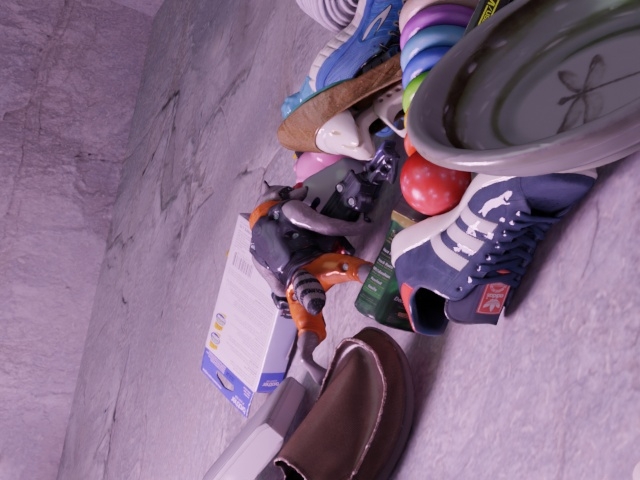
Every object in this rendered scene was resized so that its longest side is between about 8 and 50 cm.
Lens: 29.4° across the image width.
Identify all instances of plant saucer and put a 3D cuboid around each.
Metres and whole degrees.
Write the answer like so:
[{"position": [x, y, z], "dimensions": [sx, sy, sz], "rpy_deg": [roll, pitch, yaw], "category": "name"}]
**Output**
[{"position": [0.288, -0.174, 1.291], "dimensions": [0.400, 0.100, 0.400], "rpy_deg": [-27, 26, 14], "category": "plant saucer"}]

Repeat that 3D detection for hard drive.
[{"position": [-0.121, 0.331, 1.819], "dimensions": [0.233, 0.047, 0.353], "rpy_deg": [-51, -1, 6], "category": "hard drive"}]

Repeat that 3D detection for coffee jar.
[{"position": [0.123, 0.028, 1.668], "dimensions": [0.079, 0.096, 0.184], "rpy_deg": [32, 103, 55], "category": "coffee jar"}]

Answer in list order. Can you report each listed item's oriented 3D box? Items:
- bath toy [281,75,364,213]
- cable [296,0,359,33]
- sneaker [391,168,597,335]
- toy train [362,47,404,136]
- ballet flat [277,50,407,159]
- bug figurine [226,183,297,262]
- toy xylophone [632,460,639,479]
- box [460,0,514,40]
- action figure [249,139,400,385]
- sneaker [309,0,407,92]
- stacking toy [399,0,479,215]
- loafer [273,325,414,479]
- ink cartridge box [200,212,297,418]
[{"position": [0.002, -0.147, 2.086], "dimensions": [0.348, 0.129, 0.151], "rpy_deg": [-99, 1, -53], "category": "bath toy"}, {"position": [0.074, -0.463, 2.030], "dimensions": [0.257, 0.257, 0.089], "rpy_deg": [-42, 58, -1], "category": "cable"}, {"position": [0.210, 0.017, 1.451], "dimensions": [0.350, 0.131, 0.148], "rpy_deg": [-41, 48, 55], "category": "sneaker"}, {"position": [0.080, -0.216, 1.921], "dimensions": [0.184, 0.105, 0.080], "rpy_deg": [-32, 33, 16], "category": "toy train"}, {"position": [0.090, -0.194, 1.807], "dimensions": [0.342, 0.116, 0.124], "rpy_deg": [-27, 56, 16], "category": "ballet flat"}, {"position": [-0.076, 0.018, 2.213], "dimensions": [0.279, 0.072, 0.216], "rpy_deg": [-39, 43, 46], "category": "bug figurine"}, {"position": [0.361, 0.193, 0.950], "dimensions": [0.322, 0.081, 0.236], "rpy_deg": [-51, 28, 42], "category": "toy xylophone"}, {"position": [0.258, -0.310, 1.542], "dimensions": [0.191, 0.045, 0.184], "rpy_deg": [1, -67, -65], "category": "box"}, {"position": [0.000, 0.000, 1.835], "dimensions": [0.341, 0.178, 0.330], "rpy_deg": [-60, 41, 19], "category": "action figure"}, {"position": [0.124, -0.340, 1.992], "dimensions": [0.147, 0.130, 0.330], "rpy_deg": [46, 110, 41], "category": "sneaker"}, {"position": [0.164, -0.176, 1.594], "dimensions": [0.141, 0.141, 0.330], "rpy_deg": [-44, 32, 50], "category": "stacking toy"}, {"position": [0.017, 0.291, 1.620], "dimensions": [0.134, 0.130, 0.366], "rpy_deg": [19, 94, 46], "category": "loafer"}, {"position": [-0.112, 0.128, 2.107], "dimensions": [0.186, 0.065, 0.311], "rpy_deg": [35, 113, 48], "category": "ink cartridge box"}]
